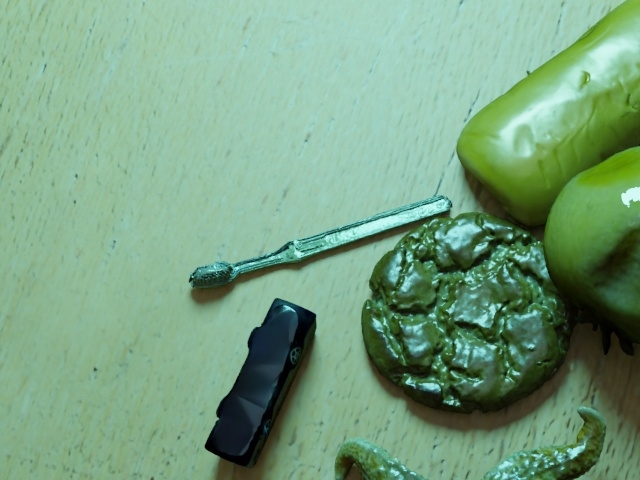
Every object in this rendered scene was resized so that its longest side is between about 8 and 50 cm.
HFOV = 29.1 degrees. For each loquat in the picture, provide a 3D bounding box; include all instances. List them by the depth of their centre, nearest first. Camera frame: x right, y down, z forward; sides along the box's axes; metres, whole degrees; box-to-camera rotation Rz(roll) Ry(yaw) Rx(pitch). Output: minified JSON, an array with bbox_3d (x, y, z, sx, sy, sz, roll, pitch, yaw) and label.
[{"bbox_3d":[0.319,0.012,1.180,0.213,0.213,0.213,-2,71,5],"label":"loquat"}]

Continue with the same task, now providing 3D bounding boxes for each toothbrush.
[{"bbox_3d":[0.001,0.002,1.314,0.294,0.028,0.026,-16,72,-5],"label":"toothbrush"}]

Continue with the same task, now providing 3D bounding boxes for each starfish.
[{"bbox_3d":[0.138,0.302,1.162,0.375,0.094,0.327,-41,74,-3],"label":"starfish"}]

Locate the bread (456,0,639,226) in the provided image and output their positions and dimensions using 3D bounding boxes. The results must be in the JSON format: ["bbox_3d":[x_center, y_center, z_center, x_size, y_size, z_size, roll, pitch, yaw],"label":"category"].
[{"bbox_3d":[0.288,-0.149,1.300,0.305,0.091,0.142,-39,77,-7],"label":"bread"}]

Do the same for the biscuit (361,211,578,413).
[{"bbox_3d":[0.152,0.071,1.264,0.225,0.042,0.226,-2,72,7],"label":"biscuit"}]

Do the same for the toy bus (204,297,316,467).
[{"bbox_3d":[-0.058,0.146,1.245,0.057,0.072,0.172,21,73,11],"label":"toy bus"}]
